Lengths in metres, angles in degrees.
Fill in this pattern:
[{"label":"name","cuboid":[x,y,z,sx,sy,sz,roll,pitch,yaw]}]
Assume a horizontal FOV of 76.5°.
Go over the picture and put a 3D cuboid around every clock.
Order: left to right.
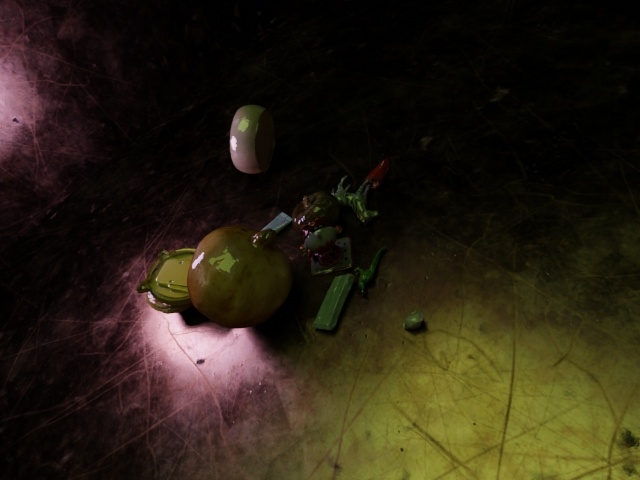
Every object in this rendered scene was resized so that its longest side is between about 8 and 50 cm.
[{"label":"clock","cuboid":[-0.564,0.149,1.661,0.294,0.071,0.277,11,46,12]}]

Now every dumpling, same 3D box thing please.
[{"label":"dumpling","cuboid":[0.293,0.250,1.291,0.052,0.076,0.057,-4,53,-5]}]

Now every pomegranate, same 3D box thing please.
[{"label":"pomegranate","cuboid":[-0.277,0.112,1.465,0.411,0.410,0.409,-14,49,17]}]

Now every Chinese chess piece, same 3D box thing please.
[{"label":"Chinese chess piece","cuboid":[-0.334,-0.504,2.036,0.141,0.338,0.337,6,55,8]}]

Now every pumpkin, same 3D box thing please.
[{"label":"pumpkin","cuboid":[-0.025,-0.115,1.658,0.219,0.162,0.218,-29,30,19]}]

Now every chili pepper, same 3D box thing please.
[{"label":"chili pepper","cuboid":[0.260,-0.300,1.760,0.088,0.065,0.168,-11,37,54]}]

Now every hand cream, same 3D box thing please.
[{"label":"hand cream","cuboid":[-0.265,-0.004,1.781,0.331,0.058,0.085,-45,46,-12]}]

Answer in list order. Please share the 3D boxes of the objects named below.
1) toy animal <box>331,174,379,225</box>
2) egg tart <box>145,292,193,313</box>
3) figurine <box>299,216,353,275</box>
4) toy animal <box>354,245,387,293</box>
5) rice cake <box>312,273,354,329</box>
[{"label":"toy animal","cuboid":[0.155,-0.183,1.695,0.170,0.089,0.255,-47,45,-9]},{"label":"egg tart","cuboid":[-0.601,0.198,1.750,0.291,0.115,0.290,-8,51,10]},{"label":"figurine","cuboid":[0.000,0.000,1.527,0.184,0.226,0.160,-15,50,16]},{"label":"toy animal","cuboid":[0.172,0.100,1.489,0.075,0.041,0.216,8,54,35]},{"label":"rice cake","cuboid":[0.048,0.217,1.444,0.085,0.040,0.226,-4,51,47]}]
